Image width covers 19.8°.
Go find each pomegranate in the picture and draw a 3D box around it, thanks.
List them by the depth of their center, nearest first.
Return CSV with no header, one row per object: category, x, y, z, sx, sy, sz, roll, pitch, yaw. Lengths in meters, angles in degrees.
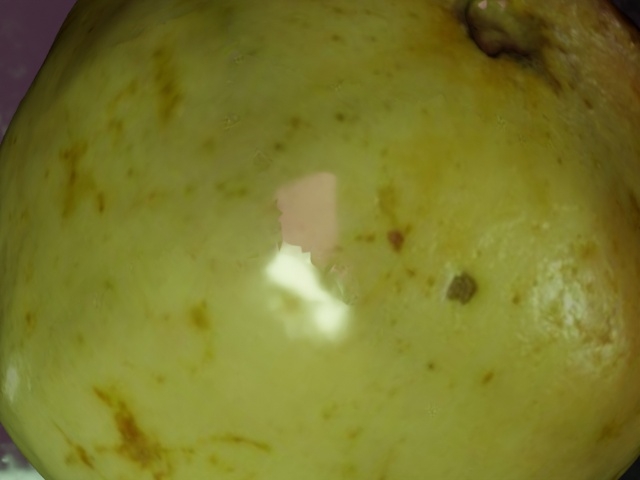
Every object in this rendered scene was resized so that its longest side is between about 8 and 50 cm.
pomegranate,0.000,0.000,0.834,0.342,0.342,0.343,0,88,-6
